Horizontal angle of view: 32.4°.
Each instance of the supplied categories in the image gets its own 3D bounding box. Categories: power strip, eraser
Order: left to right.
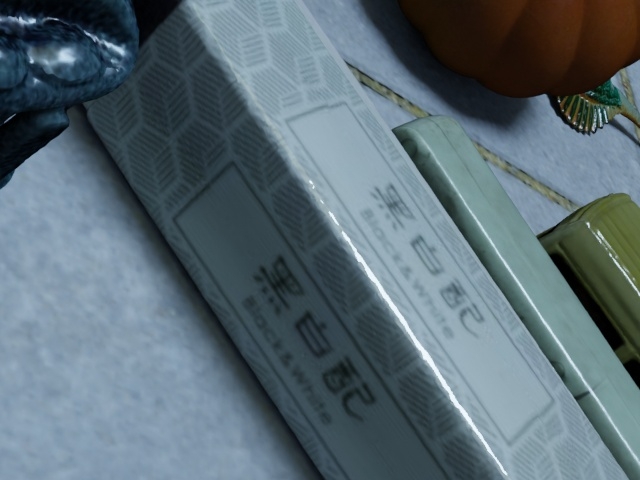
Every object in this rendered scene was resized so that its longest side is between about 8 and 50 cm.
[{"bbox_3d":[0.000,0.000,0.546,0.404,0.098,0.096,55,37,6],"label":"eraser"},{"bbox_3d":[0.107,0.070,0.605,0.053,0.093,0.288,-21,76,-51],"label":"power strip"}]

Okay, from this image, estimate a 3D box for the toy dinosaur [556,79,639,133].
[{"bbox_3d":[0.235,-0.132,0.966,0.106,0.044,0.187,-43,106,-41],"label":"toy dinosaur"}]

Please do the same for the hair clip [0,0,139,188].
[{"bbox_3d":[-0.196,-0.059,0.325,0.206,0.194,0.310,48,35,-15],"label":"hair clip"}]

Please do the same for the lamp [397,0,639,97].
[{"bbox_3d":[0.161,-0.214,0.821,0.223,0.196,0.223,2,77,-9],"label":"lamp"}]

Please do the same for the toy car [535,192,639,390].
[{"bbox_3d":[0.197,0.102,0.648,0.101,0.124,0.257,-24,77,-52],"label":"toy car"}]
